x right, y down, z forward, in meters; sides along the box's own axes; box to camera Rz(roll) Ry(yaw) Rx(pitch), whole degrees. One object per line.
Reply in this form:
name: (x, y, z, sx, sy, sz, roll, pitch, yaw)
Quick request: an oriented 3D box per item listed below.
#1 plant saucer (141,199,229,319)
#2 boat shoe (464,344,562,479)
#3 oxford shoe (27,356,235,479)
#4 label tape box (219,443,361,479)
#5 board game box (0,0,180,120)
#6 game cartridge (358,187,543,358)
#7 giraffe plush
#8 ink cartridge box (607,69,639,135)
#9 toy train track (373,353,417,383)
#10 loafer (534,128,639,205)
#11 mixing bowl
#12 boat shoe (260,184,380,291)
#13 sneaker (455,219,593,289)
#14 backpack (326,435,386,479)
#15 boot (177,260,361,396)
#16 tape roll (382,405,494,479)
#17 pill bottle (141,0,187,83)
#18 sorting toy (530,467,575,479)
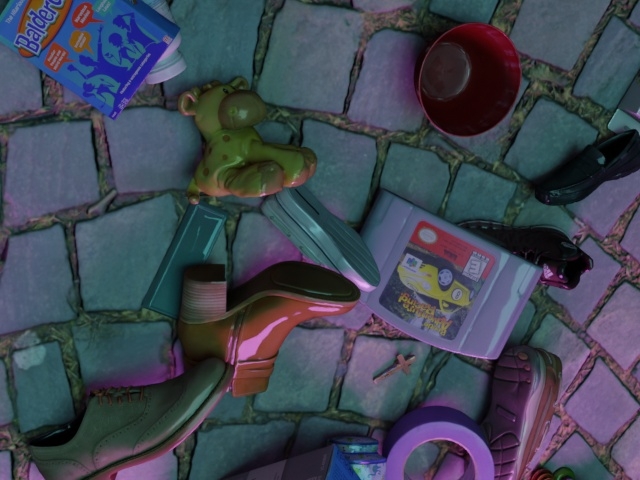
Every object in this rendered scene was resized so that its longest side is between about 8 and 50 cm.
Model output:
plant saucer: (-0.209, 0.032, 1.910, 0.067, 0.018, 0.192, 23, 95, -27)
boat shoe: (0.355, 0.342, 2.181, 0.116, 0.123, 0.324, 3, 112, -39)
oxford shoe: (-0.291, 0.269, 1.867, 0.348, 0.123, 0.130, -35, 105, 5)
label tape box: (-0.068, 0.499, 2.037, 0.348, 0.115, 0.249, -21, 119, 26)
board game box: (-0.325, -0.289, 1.688, 0.210, 0.047, 0.160, 35, 116, -12)
game cartridge: (0.188, 0.066, 1.990, 0.294, 0.060, 0.196, 26, 100, 3)
giraffe plush: (-0.125, -0.157, 1.827, 0.210, 0.181, 0.170, -7, 101, 16)
ink cartridge box: (0.593, -0.246, 2.125, 0.104, 0.061, 0.181, 28, 94, -27)
toy train track: (0.127, 0.220, 2.108, 0.083, 0.014, 0.048, -31, 122, -5)
loafer: (0.459, -0.127, 2.098, 0.223, 0.076, 0.078, -25, 127, -20)
mixing bowl: (0.217, -0.263, 1.947, 0.181, 0.098, 0.181, -7, 109, -21)
boat shoe: (0.000, 0.000, 1.943, 0.076, 0.083, 0.226, -35, 99, 34)
sneaker: (0.331, 0.030, 2.048, 0.281, 0.162, 0.106, -6, 108, -21)
backpack: (0.057, 0.374, 2.068, 0.105, 0.114, 0.084, 2, 92, -21)
boot: (-0.082, 0.151, 1.916, 0.283, 0.109, 0.220, -1, 117, -4)
tape roll: (0.202, 0.387, 2.118, 0.189, 0.080, 0.189, 0, 103, -1)
pill bottle: (-0.252, -0.309, 1.748, 0.087, 0.087, 0.160, -28, 115, -12)
sorting toy: (0.441, 0.460, 2.292, 0.102, 0.042, 0.061, 6, 104, -24)
